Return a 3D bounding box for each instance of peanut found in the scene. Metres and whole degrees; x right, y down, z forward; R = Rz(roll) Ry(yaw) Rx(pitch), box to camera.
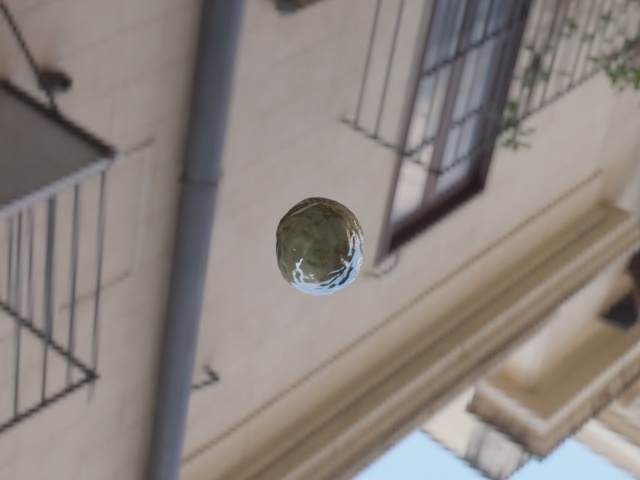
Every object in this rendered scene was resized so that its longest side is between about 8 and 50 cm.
[{"bbox_3d":[0.000,0.000,0.654,0.037,0.037,0.083,14,-170,4],"label":"peanut"}]
